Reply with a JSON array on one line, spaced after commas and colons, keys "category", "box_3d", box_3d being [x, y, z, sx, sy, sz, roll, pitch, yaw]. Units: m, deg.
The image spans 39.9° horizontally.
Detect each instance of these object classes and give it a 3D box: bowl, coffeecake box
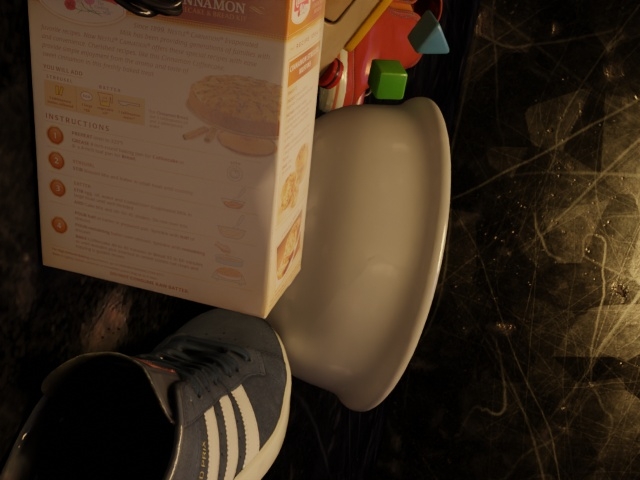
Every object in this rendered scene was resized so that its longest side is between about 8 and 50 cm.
[{"category": "bowl", "box_3d": [0.000, 0.000, 0.806, 0.298, 0.134, 0.297, -169, -90, -77]}, {"category": "coffeecake box", "box_3d": [-0.080, -0.065, 0.490, 0.068, 0.143, 0.185, -55, 155, -60]}]

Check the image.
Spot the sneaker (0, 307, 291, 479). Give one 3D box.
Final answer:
[{"category": "sneaker", "box_3d": [-0.108, 0.113, 0.590, 0.350, 0.131, 0.148, -63, 154, -60]}]

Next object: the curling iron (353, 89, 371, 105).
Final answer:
[{"category": "curling iron", "box_3d": [0.032, -0.103, 1.163, 0.068, 0.035, 0.273, -12, 114, -75]}]

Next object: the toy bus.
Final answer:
[{"category": "toy bus", "box_3d": [-0.005, -0.212, 0.734, 0.104, 0.202, 0.190, -109, -172, -49]}]

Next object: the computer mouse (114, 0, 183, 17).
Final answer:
[{"category": "computer mouse", "box_3d": [-0.104, -0.201, 0.402, 0.042, 0.106, 0.192, 158, -61, -76]}]

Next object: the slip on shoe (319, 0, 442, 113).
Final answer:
[{"category": "slip on shoe", "box_3d": [0.073, -0.246, 1.059, 0.331, 0.101, 0.123, -57, 158, -53]}]
